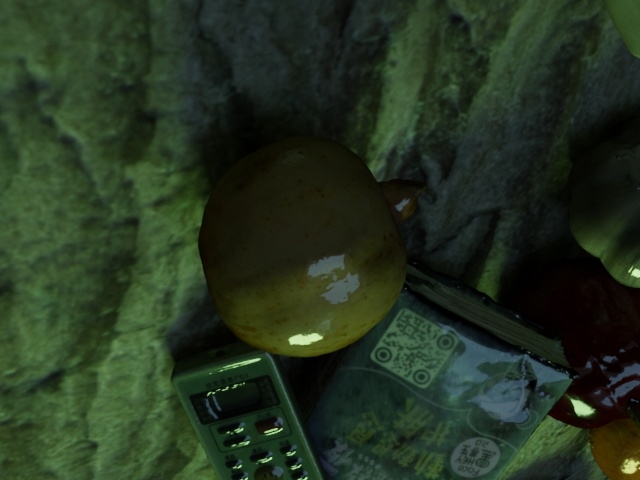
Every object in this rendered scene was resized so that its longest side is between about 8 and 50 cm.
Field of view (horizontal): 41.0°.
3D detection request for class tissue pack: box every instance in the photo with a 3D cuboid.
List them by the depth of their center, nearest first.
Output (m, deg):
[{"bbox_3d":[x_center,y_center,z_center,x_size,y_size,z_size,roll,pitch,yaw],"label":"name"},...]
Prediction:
[{"bbox_3d":[0.105,0.223,1.050,0.259,0.122,0.361,26,113,-10],"label":"tissue pack"}]

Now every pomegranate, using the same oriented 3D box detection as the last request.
[{"bbox_3d":[-0.016,0.007,0.804,0.207,0.207,0.207,-17,132,-20],"label":"pomegranate"}]

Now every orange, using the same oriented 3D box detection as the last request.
[{"bbox_3d":[0.564,0.321,1.453,0.224,0.170,0.224,-3,121,-6],"label":"orange"}]

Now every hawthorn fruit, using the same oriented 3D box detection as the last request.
[{"bbox_3d":[0.371,0.157,1.134,0.230,0.266,0.210,-25,157,-13],"label":"hawthorn fruit"}]

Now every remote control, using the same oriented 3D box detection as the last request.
[{"bbox_3d":[-0.067,0.246,0.982,0.124,0.038,0.285,-14,112,8],"label":"remote control"}]

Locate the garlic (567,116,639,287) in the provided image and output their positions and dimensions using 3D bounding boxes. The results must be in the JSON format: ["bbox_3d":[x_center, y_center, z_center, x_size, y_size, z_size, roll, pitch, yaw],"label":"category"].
[{"bbox_3d":[0.410,-0.036,1.043,0.228,0.227,0.152,-30,163,-9],"label":"garlic"}]

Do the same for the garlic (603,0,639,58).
[{"bbox_3d":[0.401,-0.302,0.800,0.232,0.246,0.339,-15,121,-40],"label":"garlic"}]
